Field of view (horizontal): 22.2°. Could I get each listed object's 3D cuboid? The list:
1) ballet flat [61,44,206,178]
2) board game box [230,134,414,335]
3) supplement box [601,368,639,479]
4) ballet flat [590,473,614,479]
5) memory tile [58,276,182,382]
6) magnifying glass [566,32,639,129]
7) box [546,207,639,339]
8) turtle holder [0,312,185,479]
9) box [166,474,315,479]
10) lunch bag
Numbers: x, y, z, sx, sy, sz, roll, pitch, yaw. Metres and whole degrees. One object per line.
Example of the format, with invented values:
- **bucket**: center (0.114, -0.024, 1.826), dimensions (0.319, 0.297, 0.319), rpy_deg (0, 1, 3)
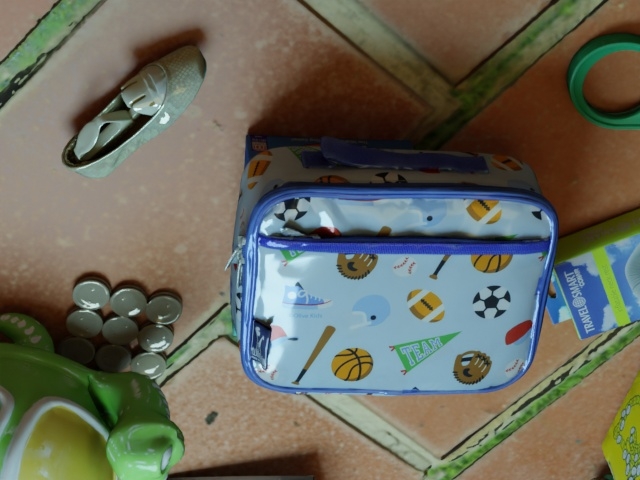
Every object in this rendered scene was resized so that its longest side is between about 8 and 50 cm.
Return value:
- **ballet flat**: center (-0.169, -0.112, 1.461), dimensions (0.168, 0.057, 0.052), rpy_deg (-44, 154, 23)
- **board game box**: center (0.000, 0.000, 1.569), dimensions (0.160, 0.047, 0.210), rpy_deg (1, 126, -8)
- **supplement box**: center (0.508, 0.239, 1.702), dimensions (0.356, 0.194, 0.195), rpy_deg (10, 124, -13)
- **ballet flat**: center (0.357, 0.408, 1.852), dimensions (0.124, 0.116, 0.342), rpy_deg (-39, 128, -6)
- **memory tile**: center (-0.206, 0.103, 1.643), dimensions (0.113, 0.012, 0.148), rpy_deg (12, 123, -13)
- **magnifying glass**: center (0.335, -0.125, 1.531), dimensions (0.231, 0.026, 0.092), rpy_deg (22, 120, -18)
- **box**: center (0.305, 0.028, 1.625), dimensions (0.178, 0.042, 0.109), rpy_deg (-21, 124, 8)
- **turtle holder**: center (-0.294, 0.234, 1.584), dimensions (0.320, 0.227, 0.243), rpy_deg (5, 126, -2)
- **box**: center (-0.079, 0.358, 1.789), dimensions (0.183, 0.056, 0.231), rpy_deg (-4, 126, 12)
- **lunch bag**: center (0.058, 0.024, 1.497), dimensions (0.303, 0.115, 0.243), rpy_deg (1, 123, -10)
